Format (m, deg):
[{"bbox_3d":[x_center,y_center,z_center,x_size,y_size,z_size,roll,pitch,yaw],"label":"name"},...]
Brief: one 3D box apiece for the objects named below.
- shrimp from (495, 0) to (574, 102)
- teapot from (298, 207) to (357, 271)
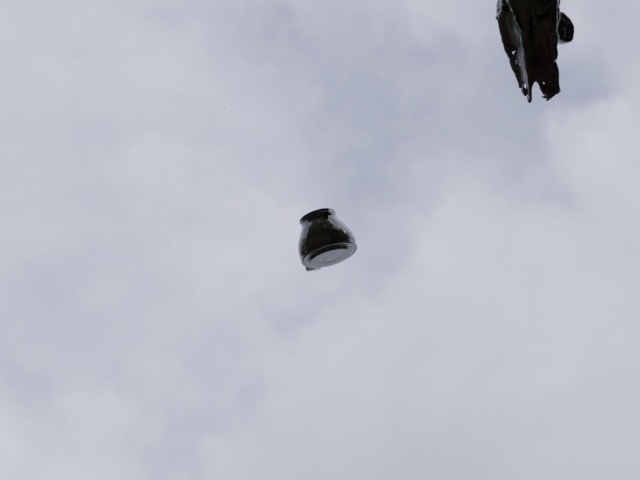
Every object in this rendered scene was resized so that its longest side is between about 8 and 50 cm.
[{"bbox_3d":[0.143,-0.337,0.995,0.272,0.085,0.444,-33,-72,-35],"label":"shrimp"},{"bbox_3d":[0.000,0.000,1.135,0.066,0.088,0.057,-5,-114,-26],"label":"teapot"}]
